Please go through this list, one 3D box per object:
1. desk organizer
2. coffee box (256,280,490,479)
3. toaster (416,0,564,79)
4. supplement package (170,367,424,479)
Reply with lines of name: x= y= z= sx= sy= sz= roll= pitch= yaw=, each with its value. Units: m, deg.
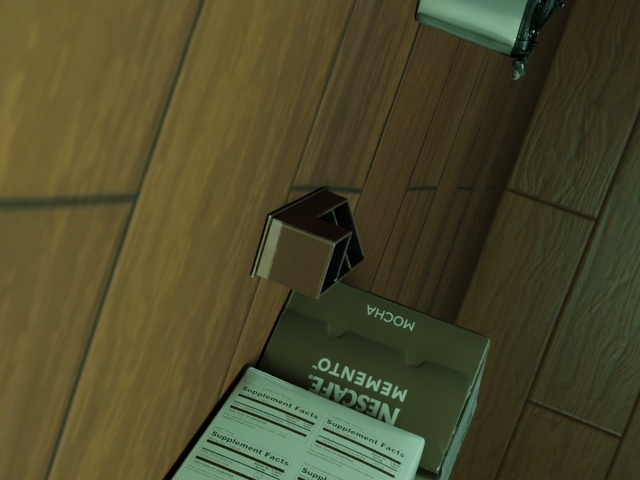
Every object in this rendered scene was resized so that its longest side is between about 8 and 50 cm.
desk organizer: x=0.000 y=0.000 z=0.750 sx=0.130 sy=0.050 sz=0.047 roll=-34 pitch=143 yaw=-69
coffee box: x=0.052 y=0.144 z=0.938 sx=0.297 sy=0.168 sz=0.119 roll=70 pitch=43 yaw=-70
toaster: x=0.169 y=-0.262 z=0.903 sx=0.185 sy=0.110 sz=0.168 roll=-52 pitch=158 yaw=-54
supplement package: x=-0.041 y=0.244 z=0.742 sx=0.203 sy=0.149 sz=0.194 roll=-54 pitch=160 yaw=-50
